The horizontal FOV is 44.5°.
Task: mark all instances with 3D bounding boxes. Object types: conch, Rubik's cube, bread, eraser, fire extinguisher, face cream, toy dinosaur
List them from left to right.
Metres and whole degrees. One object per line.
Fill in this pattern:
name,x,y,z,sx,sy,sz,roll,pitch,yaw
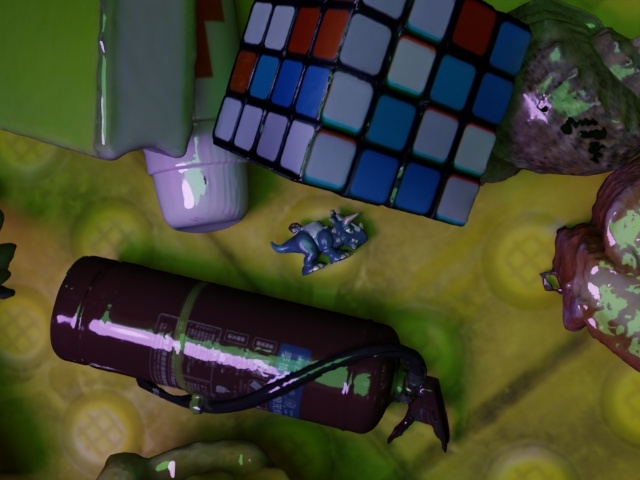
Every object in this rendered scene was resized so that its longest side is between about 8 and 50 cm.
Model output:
eraser,-0.210,-0.184,0.608,0.274,0.092,0.210,15,104,39
face cream,-0.119,-0.179,0.654,0.101,0.102,0.346,-8,91,10
fire extinguisher,-0.051,0.106,0.666,0.341,0.105,0.142,13,135,8
toy dinosaur,0.000,0.000,0.679,0.083,0.030,0.047,-22,89,9
Rubik's cube,0.032,-0.112,0.577,0.151,0.154,0.155,15,98,-31
conch,0.173,-0.115,0.624,0.207,0.130,0.156,-26,54,32
bread,0.294,0.016,0.585,0.244,0.123,0.190,-13,93,12

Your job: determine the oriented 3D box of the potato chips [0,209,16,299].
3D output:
potato chips,-0.424,0.009,0.580,0.372,0.389,0.097,5,101,16

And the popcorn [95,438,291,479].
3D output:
popcorn,-0.116,0.311,0.595,0.311,0.312,0.313,1,94,10
